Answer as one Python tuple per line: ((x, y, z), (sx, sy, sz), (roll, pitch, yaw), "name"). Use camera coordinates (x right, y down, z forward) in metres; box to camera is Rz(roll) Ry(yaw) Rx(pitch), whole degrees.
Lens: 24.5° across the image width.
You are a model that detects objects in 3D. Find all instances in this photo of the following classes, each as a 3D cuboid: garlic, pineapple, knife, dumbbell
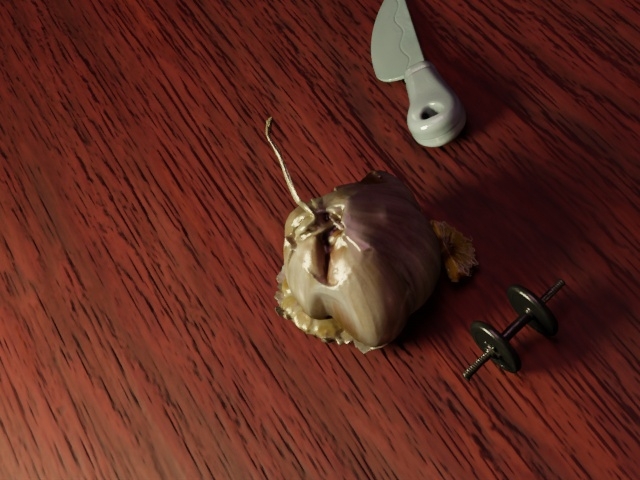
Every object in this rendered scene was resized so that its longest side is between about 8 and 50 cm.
((0.000, 0.000, 1.601), (0.207, 0.257, 0.207), (-50, 6, 7), "garlic")
((0.150, 0.012, 1.619), (0.019, 0.045, 0.083), (-53, 43, 37), "pineapple")
((0.108, -0.221, 1.852), (0.080, 0.044, 0.331), (-30, 38, 9), "knife")
((0.198, 0.090, 1.507), (0.147, 0.069, 0.069), (-42, 46, -14), "dumbbell")
